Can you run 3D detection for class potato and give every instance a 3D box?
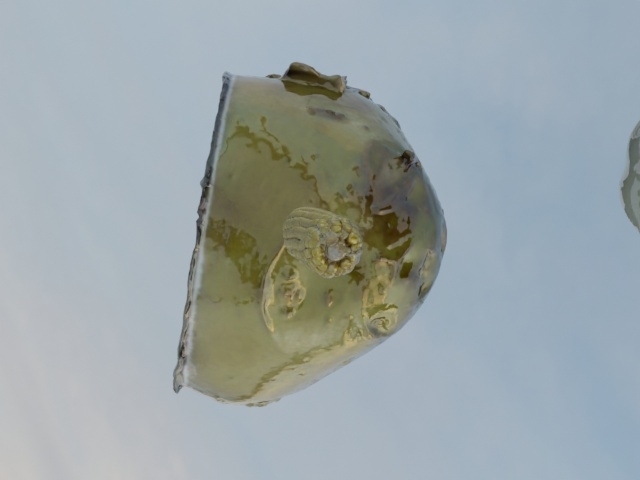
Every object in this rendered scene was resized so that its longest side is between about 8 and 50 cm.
[{"bbox_3d":[-0.009,0.016,1.009,0.299,0.196,0.246,108,-7,-59],"label":"potato"}]

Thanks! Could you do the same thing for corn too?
[{"bbox_3d":[0.000,0.000,0.710,0.092,0.037,0.037,-152,-129,-72],"label":"corn"}]

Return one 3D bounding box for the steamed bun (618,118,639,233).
[{"bbox_3d":[0.375,-0.029,0.700,0.236,0.383,0.247,54,-55,39],"label":"steamed bun"}]
